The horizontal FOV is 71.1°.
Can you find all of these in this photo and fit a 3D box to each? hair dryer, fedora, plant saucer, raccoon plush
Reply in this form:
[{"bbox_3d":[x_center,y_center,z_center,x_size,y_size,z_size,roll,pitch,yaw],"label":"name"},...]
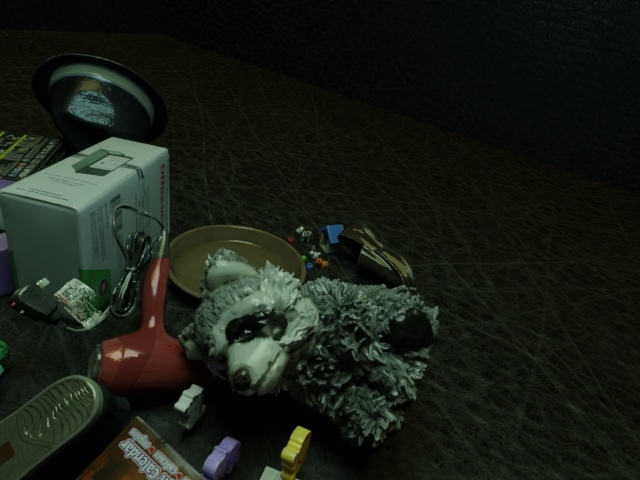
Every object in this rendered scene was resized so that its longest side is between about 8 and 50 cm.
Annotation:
[{"bbox_3d":[-0.231,0.102,0.618,0.294,0.080,0.224,50,56,-13],"label":"hair dryer"},{"bbox_3d":[-0.568,-0.312,1.162,0.333,0.334,0.153,3,62,-18],"label":"fedora"},{"bbox_3d":[-0.166,0.053,0.885,0.277,0.041,0.278,10,29,-5],"label":"plant saucer"},{"bbox_3d":[-0.009,0.131,0.683,0.298,0.216,0.446,23,2,8],"label":"raccoon plush"}]

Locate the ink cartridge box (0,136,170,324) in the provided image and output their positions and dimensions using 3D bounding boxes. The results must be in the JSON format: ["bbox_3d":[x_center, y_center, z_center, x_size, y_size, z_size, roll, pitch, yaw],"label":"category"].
[{"bbox_3d":[-0.378,-0.033,0.774,0.121,0.211,0.289,13,28,2],"label":"ink cartridge box"}]

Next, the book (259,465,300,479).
[{"bbox_3d":[-0.016,0.323,0.489,0.144,0.035,0.096,19,33,11],"label":"book"}]

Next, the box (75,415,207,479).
[{"bbox_3d":[-0.124,0.315,0.357,0.293,0.057,0.201,28,57,24],"label":"box"}]

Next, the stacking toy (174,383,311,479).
[{"bbox_3d":[-0.129,0.268,0.481,0.166,0.052,0.221,15,34,19],"label":"stacking toy"}]

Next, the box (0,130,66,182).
[{"bbox_3d":[-0.738,-0.177,1.028,0.216,0.060,0.270,4,30,-15],"label":"box"}]

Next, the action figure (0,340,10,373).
[{"bbox_3d":[-0.450,0.194,0.499,0.137,0.064,0.232,17,33,11],"label":"action figure"}]

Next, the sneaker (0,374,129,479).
[{"bbox_3d":[-0.317,0.239,0.479,0.221,0.118,0.083,-31,66,-15],"label":"sneaker"}]

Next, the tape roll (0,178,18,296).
[{"bbox_3d":[-0.598,-0.011,0.767,0.274,0.090,0.275,10,29,-5],"label":"tape roll"}]

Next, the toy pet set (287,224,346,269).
[{"bbox_3d":[0.000,0.000,1.018,0.114,0.065,0.122,-5,35,-30],"label":"toy pet set"}]

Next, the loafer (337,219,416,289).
[{"bbox_3d":[0.113,0.047,0.968,0.078,0.080,0.220,-22,51,-31],"label":"loafer"}]
